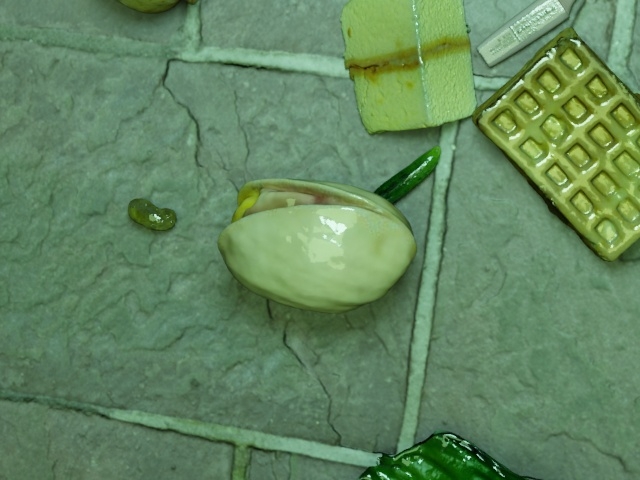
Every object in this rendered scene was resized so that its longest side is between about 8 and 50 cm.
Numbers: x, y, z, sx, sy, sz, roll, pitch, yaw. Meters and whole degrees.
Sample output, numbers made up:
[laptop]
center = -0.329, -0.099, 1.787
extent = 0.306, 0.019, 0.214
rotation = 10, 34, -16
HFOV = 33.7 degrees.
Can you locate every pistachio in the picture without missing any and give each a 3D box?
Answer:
[pistachio]
center = 0.000, 0.000, 1.691
extent = 0.309, 0.230, 0.229
rotation = 13, 101, 8

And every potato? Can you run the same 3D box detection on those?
[potato]
center = -0.294, -0.043, 1.840
extent = 0.092, 0.046, 0.045
rotation = 21, 123, 5

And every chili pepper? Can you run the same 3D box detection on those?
[chili pepper]
center = 0.241, 0.455, 1.757
extent = 0.385, 0.213, 0.167
rotation = 15, 147, 27

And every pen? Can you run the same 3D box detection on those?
[pen]
center = 0.340, -0.346, 1.673
extent = 0.197, 0.032, 0.053
rotation = -35, 91, 16

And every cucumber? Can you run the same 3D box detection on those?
[cucumber]
center = 0.136, -0.096, 1.751
extent = 0.168, 0.039, 0.039
rotation = -38, 90, 13

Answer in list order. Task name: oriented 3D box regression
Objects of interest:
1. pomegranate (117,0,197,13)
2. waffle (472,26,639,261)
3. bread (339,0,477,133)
[pomegranate]
center = -0.261, -0.468, 1.694
extent = 0.215, 0.215, 0.215
rotation = 2, 99, 11
[waffle]
center = 0.418, -0.146, 1.656
extent = 0.327, 0.098, 0.224
rotation = 45, 106, -4
[bread]
center = 0.138, -0.302, 1.723
extent = 0.178, 0.135, 0.240
rotation = -1, 101, 45
